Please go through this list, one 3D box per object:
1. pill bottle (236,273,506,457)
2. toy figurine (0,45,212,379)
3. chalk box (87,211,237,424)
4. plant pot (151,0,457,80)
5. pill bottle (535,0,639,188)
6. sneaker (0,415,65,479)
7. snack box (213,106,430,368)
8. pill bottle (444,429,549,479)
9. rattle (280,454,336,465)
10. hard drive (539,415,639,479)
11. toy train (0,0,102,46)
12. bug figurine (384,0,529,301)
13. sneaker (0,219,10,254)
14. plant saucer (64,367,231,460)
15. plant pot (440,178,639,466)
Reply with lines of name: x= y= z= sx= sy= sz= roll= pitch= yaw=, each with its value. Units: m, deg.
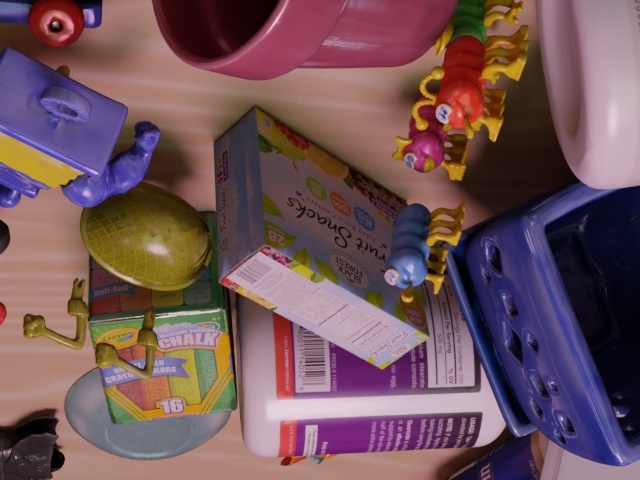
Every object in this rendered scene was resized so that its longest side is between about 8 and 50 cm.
pill bottle: x=0.077 y=0.127 z=1.342 sx=0.323 sy=0.181 sz=0.181 roll=-2 pitch=137 yaw=-6
toy figurine: x=-0.217 y=-0.046 z=1.036 sx=0.362 sy=0.191 sz=0.217 roll=28 pitch=150 yaw=-21
chalk box: x=-0.156 y=0.063 z=1.277 sx=0.132 sy=0.132 sz=0.213 roll=-6 pitch=138 yaw=-2
plant pot: x=0.000 y=-0.210 z=0.973 sx=0.180 sy=0.201 sz=0.201 roll=9 pitch=137 yaw=-39
pill bottle: x=0.388 y=-0.179 z=1.016 sx=0.408 sy=0.229 sz=0.229 roll=-9 pitch=138 yaw=3
sneaker: x=-0.344 y=0.269 z=1.536 sx=0.089 sy=0.051 sz=0.170 roll=1 pitch=134 yaw=-2
snack box: x=0.000 y=0.000 z=1.199 sx=0.207 sy=0.174 sz=0.070 roll=30 pitch=127 yaw=-32
pill bottle: x=0.235 y=0.337 z=1.612 sx=0.153 sy=0.153 sz=0.265 roll=29 pitch=126 yaw=-33
rattle: x=-0.001 y=0.244 z=1.497 sx=0.130 sy=0.143 sz=0.199 roll=-5 pitch=135 yaw=-30
hard drive: x=0.335 y=0.287 z=1.482 sx=0.203 sy=0.307 sz=0.040 roll=23 pitch=166 yaw=-28
toy train: x=-0.285 y=-0.235 z=0.968 sx=0.248 sy=0.105 sz=0.143 roll=3 pitch=126 yaw=-10
bug figurine: x=0.103 y=-0.093 z=1.085 sx=0.072 sy=0.216 sz=0.279 roll=14 pitch=136 yaw=0
sneaker: x=-0.425 y=-0.004 z=1.218 sx=0.267 sy=0.101 sz=0.106 roll=-16 pitch=115 yaw=11
plant saucer: x=-0.198 y=0.207 z=1.500 sx=0.195 sy=0.037 sz=0.195 roll=-3 pitch=138 yaw=-3
plant pot: x=0.256 y=0.052 z=1.190 sx=0.236 sy=0.236 sz=0.212 roll=-24 pitch=-175 yaw=-24
